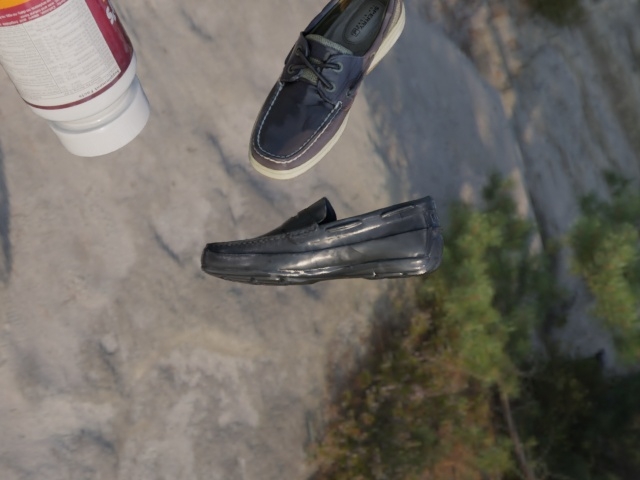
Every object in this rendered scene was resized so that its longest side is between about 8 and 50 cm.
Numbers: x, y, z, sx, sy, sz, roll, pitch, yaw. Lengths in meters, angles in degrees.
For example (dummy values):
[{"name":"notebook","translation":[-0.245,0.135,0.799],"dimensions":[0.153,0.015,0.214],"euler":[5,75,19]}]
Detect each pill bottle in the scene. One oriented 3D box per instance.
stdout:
[{"name":"pill bottle","translation":[-0.248,-0.192,0.997],"dimensions":[0.221,0.121,0.121],"euler":[69,27,-47]}]

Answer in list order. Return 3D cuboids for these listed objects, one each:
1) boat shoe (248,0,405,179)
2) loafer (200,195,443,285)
[{"name":"boat shoe","translation":[0.006,-0.197,1.175],"dimensions":[0.285,0.103,0.092],"euler":[-55,162,-20]},{"name":"loafer","translation":[0.000,0.000,0.955],"dimensions":[0.076,0.223,0.078],"euler":[30,56,-79]}]
